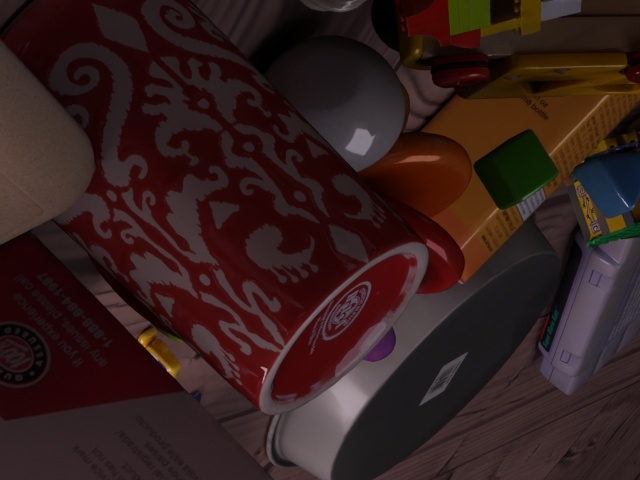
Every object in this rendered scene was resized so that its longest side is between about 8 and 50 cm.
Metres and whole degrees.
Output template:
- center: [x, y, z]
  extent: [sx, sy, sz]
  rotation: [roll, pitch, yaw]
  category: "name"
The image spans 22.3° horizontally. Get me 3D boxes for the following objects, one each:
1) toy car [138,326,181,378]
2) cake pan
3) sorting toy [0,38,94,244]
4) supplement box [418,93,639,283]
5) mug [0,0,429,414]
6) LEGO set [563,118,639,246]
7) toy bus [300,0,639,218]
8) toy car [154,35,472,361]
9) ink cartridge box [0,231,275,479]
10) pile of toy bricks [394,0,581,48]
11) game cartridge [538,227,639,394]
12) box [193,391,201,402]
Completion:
- center: [-0.127, 0.109, 0.922]
  extent: [0.122, 0.040, 0.060]
  rotation: [-54, 159, 21]
  category: "toy car"
- center: [0.082, 0.088, 1.276]
  extent: [0.293, 0.054, 0.293]
  rotation: [-39, 159, -18]
  category: "cake pan"
- center: [-0.192, -0.011, 0.526]
  extent: [0.208, 0.038, 0.193]
  rotation: [-31, 160, 1]
  category: "sorting toy"
- center: [0.141, -0.084, 1.032]
  extent: [0.233, 0.078, 0.080]
  rotation: [-46, 160, 1]
  category: "supplement box"
- center: [-0.043, -0.015, 0.667]
  extent: [0.113, 0.169, 0.150]
  rotation: [-45, 159, -5]
  category: "mug"
- center: [0.295, -0.121, 1.207]
  extent: [0.255, 0.192, 0.331]
  rotation: [-23, 170, 33]
  category: "LEGO set"
- center: [0.096, -0.117, 0.807]
  extent: [0.191, 0.202, 0.104]
  rotation: [-49, -175, -17]
  category: "toy bus"
- center: [0.000, 0.000, 0.826]
  extent: [0.182, 0.136, 0.159]
  rotation: [-42, 160, -12]
  category: "toy car"
- center: [-0.172, 0.177, 0.696]
  extent: [0.306, 0.226, 0.131]
  rotation: [-38, 157, -19]
  category: "ink cartridge box"
- center: [0.046, -0.169, 0.657]
  extent: [0.105, 0.118, 0.212]
  rotation: [-14, 154, 0]
  category: "pile of toy bricks"
- center: [0.322, 0.002, 1.583]
  extent: [0.230, 0.068, 0.355]
  rotation: [-34, 157, -19]
  category: "game cartridge"
- center: [-0.117, 0.210, 1.099]
  extent: [0.136, 0.036, 0.225]
  rotation: [-50, 164, -34]
  category: "box"
